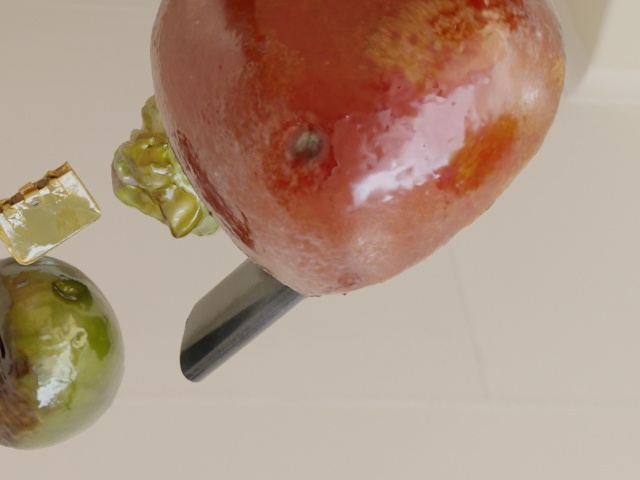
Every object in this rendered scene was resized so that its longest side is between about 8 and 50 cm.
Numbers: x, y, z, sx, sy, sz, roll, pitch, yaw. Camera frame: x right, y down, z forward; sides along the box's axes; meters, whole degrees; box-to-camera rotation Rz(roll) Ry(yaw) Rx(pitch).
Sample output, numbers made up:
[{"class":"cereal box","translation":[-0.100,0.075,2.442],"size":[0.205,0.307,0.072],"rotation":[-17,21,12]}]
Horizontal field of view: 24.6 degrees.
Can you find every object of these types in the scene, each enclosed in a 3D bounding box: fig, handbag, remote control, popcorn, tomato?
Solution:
[{"class":"fig","translation":[-0.266,0.108,1.387],"size":[0.181,0.191,0.181],"rotation":[-8,-111,21]},{"class":"handbag","translation":[-0.232,-0.023,1.230],"size":[0.083,0.061,0.027],"rotation":[-33,-140,-3]},{"class":"remote control","translation":[0.000,0.000,1.286],"size":[0.044,0.377,0.107],"rotation":[31,-139,-24]},{"class":"popcorn","translation":[-0.126,-0.068,1.357],"size":[0.126,0.145,0.126],"rotation":[-40,-104,-18]},{"class":"tomato","translation":[0.007,-0.146,1.075],"size":[0.338,0.144,0.338],"rotation":[-7,-111,18]}]
